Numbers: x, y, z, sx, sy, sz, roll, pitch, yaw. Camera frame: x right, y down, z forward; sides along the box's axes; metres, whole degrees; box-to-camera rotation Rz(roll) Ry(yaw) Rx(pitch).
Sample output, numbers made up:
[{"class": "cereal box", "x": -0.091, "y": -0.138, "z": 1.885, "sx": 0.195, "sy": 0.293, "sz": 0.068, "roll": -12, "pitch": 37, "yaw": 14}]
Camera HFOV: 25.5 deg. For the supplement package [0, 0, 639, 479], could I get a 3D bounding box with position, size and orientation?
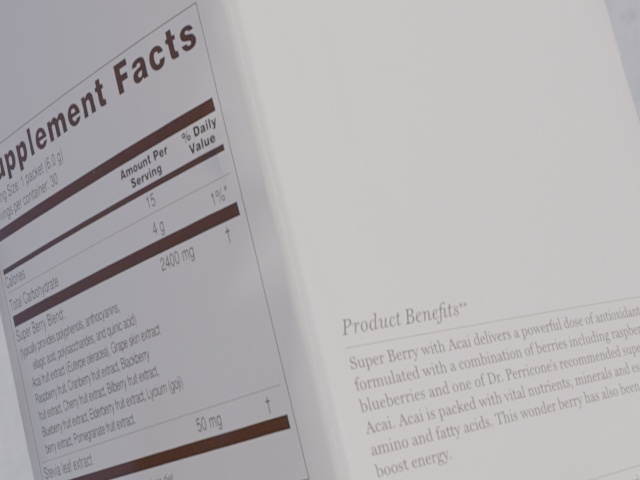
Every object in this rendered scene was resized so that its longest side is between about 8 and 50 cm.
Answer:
[{"class": "supplement package", "x": 0.000, "y": 0.000, "z": 0.501, "sx": 0.175, "sy": 0.177, "sz": 0.293, "roll": -24, "pitch": 76, "yaw": 48}]
